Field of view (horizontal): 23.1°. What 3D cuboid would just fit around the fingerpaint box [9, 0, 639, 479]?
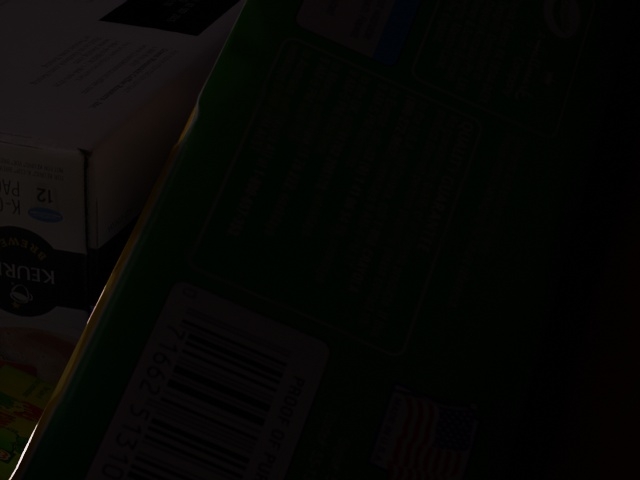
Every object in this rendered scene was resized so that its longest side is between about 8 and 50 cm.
[{"bbox_3d":[-0.015,0.051,0.731,0.371,0.163,0.444,118,175,-55],"label":"fingerpaint box"}]

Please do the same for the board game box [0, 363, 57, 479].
[{"bbox_3d":[-0.156,0.118,0.702,0.181,0.043,0.092,-108,41,-86],"label":"board game box"}]

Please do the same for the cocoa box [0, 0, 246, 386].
[{"bbox_3d":[-0.183,-0.033,1.052,0.347,0.231,0.228,-55,-28,-60],"label":"cocoa box"}]
